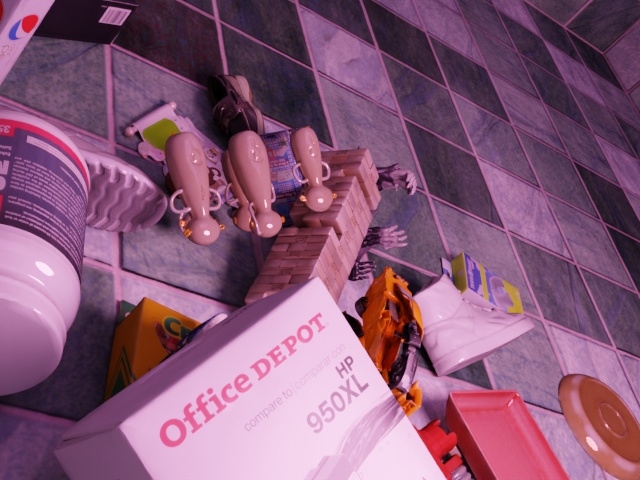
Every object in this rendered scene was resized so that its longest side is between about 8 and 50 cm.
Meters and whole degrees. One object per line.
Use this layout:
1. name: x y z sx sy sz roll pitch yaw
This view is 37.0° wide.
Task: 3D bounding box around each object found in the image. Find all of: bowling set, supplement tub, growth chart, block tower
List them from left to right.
1. supplement tub: -0.351 0.008 1.024 0.191 0.191 0.272 25 36 -30
2. growth chart: -0.194 -0.128 1.532 0.237 0.021 0.172 39 33 -9
3. bowling set: -0.133 -0.061 1.389 0.287 0.200 0.154 -8 81 -39
4. block tower: 0.000 0.000 1.436 0.091 0.097 0.335 65 36 -36

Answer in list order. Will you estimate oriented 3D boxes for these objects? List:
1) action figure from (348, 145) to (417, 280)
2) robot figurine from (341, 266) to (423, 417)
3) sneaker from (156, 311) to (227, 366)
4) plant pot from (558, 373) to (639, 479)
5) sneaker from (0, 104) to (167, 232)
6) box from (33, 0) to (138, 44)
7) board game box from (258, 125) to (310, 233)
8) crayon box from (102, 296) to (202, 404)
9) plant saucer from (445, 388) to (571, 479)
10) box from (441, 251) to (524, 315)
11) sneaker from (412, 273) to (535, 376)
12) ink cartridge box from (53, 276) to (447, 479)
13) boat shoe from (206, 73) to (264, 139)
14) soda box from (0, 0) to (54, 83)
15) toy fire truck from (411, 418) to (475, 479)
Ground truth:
1. action figure: 0.092 -0.052 1.653 0.140 0.164 0.276 7 39 9
2. robot figurine: 0.072 0.169 1.335 0.085 0.211 0.291 37 25 -20
3. sneaker: -0.139 0.136 1.116 0.058 0.052 0.135 52 38 -8
4. plant pot: 0.555 0.353 1.846 0.236 0.032 0.236 30 35 -24
5. sneaker: -0.326 -0.108 1.273 0.281 0.105 0.115 29 28 -31
6. box: -0.444 -0.413 1.486 0.261 0.103 0.184 -5 59 -51
7. board game box: -0.043 -0.085 1.568 0.194 0.060 0.194 -39 120 -77
8. crayon box: -0.155 0.202 1.137 0.202 0.081 0.319 28 35 -26
9. plant saucer: 0.307 0.358 1.508 0.259 0.047 0.258 11 45 -54
10. box: 0.315 0.099 1.848 0.178 0.042 0.109 32 33 -23
11. sneaker: 0.261 0.126 1.691 0.292 0.108 0.169 -9 63 -52
12. ink cartridge box: -0.031 0.280 0.968 0.285 0.166 0.395 -36 95 -40
13. boat shoe: -0.150 -0.212 1.628 0.073 0.080 0.224 6 39 -23
14. soda box: -0.424 -0.280 1.245 0.074 0.216 0.069 48 31 4
15. toy fire truck: 0.179 0.347 1.328 0.246 0.158 0.217 -25 73 -47
